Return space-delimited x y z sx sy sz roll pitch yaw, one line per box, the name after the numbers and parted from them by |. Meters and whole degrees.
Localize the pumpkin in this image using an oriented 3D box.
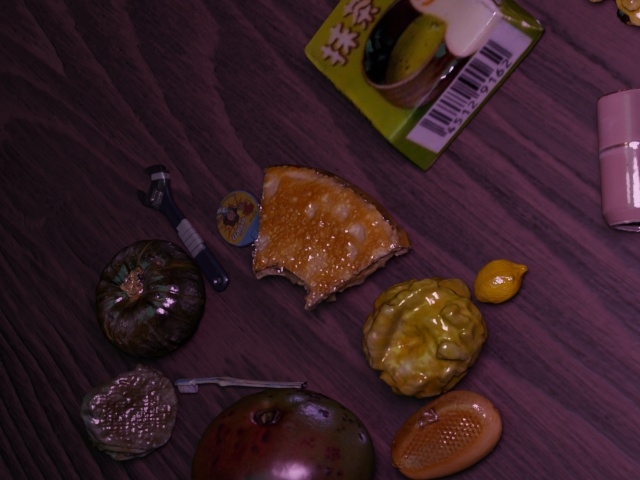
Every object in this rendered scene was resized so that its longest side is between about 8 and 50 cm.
-0.317 0.107 1.840 0.223 0.157 0.224 -8 72 24 | pumpkin

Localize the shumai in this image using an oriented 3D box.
-0.362 0.322 1.879 0.142 0.184 0.184 -3 80 63 | shumai

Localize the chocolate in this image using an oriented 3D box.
0.150 -0.319 1.604 0.301 0.137 0.289 -50 60 17 | chocolate

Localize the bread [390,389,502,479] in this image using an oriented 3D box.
0.194 0.297 1.523 0.189 0.077 0.114 -34 86 24 | bread

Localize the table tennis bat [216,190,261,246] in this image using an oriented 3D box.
-0.137 -0.028 1.823 0.155 0.019 0.100 45 107 32 | table tennis bat

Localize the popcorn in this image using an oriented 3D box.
0.159 0.144 1.526 0.197 0.155 0.198 0 89 18 | popcorn

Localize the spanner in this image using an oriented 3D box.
-0.264 -0.020 1.906 0.087 0.024 0.316 -47 62 21 | spanner

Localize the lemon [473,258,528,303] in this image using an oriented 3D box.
0.273 0.062 1.511 0.092 0.065 0.065 -34 66 18 | lemon

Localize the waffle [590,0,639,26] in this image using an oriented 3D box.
0.529 -0.482 1.413 0.382 0.095 0.379 -51 58 14 | waffle

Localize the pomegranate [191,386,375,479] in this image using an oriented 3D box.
-0.037 0.385 1.589 0.290 0.323 0.291 -24 39 21 | pomegranate

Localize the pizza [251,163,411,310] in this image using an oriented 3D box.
0.000 0.000 1.687 0.323 0.089 0.223 31 94 35 | pizza

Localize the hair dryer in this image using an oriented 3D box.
0.551 -0.120 1.342 0.344 0.107 0.189 -5 81 27 | hair dryer

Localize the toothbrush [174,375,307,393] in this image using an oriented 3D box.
-0.146 0.256 1.782 0.294 0.026 0.028 -8 97 33 | toothbrush
